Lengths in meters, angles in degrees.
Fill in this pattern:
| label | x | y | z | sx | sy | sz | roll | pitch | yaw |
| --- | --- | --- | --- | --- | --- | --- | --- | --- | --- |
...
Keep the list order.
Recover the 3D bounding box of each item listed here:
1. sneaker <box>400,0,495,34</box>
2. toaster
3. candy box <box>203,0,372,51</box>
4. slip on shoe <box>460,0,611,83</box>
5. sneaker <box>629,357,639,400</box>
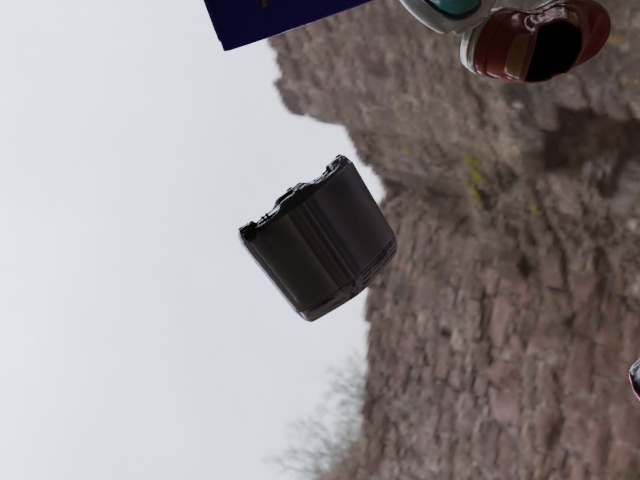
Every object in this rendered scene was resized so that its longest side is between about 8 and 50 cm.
| label | x | y | z | sx | sy | sz | roll | pitch | yaw |
| --- | --- | --- | --- | --- | --- | --- | --- | --- | --- |
| sneaker | 0.082 | -0.337 | 1.296 | 0.107 | 0.275 | 0.110 | -46 | -20 | -18 |
| toaster | 0.000 | 0.000 | 1.501 | 0.146 | 0.129 | 0.227 | 54 | -150 | -4 |
| candy box | -0.017 | -0.408 | 1.483 | 0.122 | 0.317 | 0.268 | -114 | 5 | -80 |
| slip on shoe | 0.311 | -0.262 | 1.622 | 0.331 | 0.101 | 0.123 | -16 | -54 | -51 |
| sneaker | 0.266 | 0.128 | 0.791 | 0.112 | 0.131 | 0.319 | 33 | -121 | -37 |
